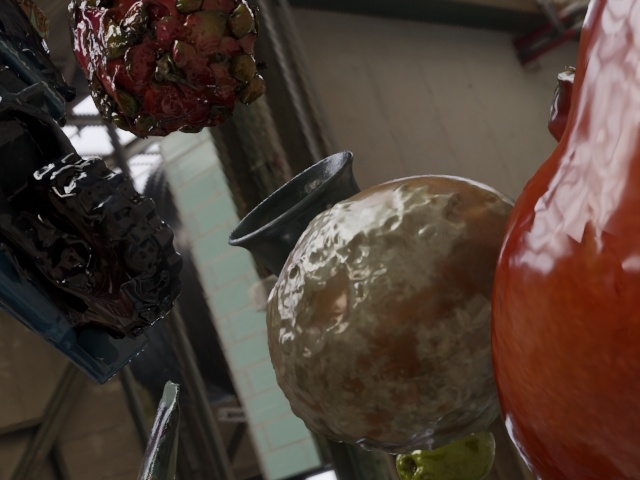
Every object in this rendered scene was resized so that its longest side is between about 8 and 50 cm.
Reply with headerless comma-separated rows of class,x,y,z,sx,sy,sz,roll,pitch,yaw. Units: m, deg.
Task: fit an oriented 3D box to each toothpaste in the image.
toothpaste,-0.131,0.215,0.824,0.037,0.062,0.216,12,-97,-18

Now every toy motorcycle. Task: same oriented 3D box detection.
toy motorcycle,-0.272,-0.053,0.777,0.416,0.232,0.172,36,-133,10

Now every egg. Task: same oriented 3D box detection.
egg,0.064,0.051,0.781,0.195,0.233,0.195,37,-154,-22

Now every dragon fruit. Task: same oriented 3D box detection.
dragon fruit,-0.192,-0.265,1.468,0.269,0.291,0.250,-19,-63,-32

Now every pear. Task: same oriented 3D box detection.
pear,0.149,0.258,1.293,0.131,0.107,0.107,-14,-100,-46

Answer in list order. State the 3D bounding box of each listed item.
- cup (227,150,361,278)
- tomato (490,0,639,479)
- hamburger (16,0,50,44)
cup,0.000,0.000,1.415,0.150,0.199,0.199,54,-141,-12
tomato,0.232,-0.005,0.444,0.341,0.272,0.341,-44,-33,-38
hamburger,-0.531,-0.311,1.701,0.235,0.125,0.214,50,-147,-48
